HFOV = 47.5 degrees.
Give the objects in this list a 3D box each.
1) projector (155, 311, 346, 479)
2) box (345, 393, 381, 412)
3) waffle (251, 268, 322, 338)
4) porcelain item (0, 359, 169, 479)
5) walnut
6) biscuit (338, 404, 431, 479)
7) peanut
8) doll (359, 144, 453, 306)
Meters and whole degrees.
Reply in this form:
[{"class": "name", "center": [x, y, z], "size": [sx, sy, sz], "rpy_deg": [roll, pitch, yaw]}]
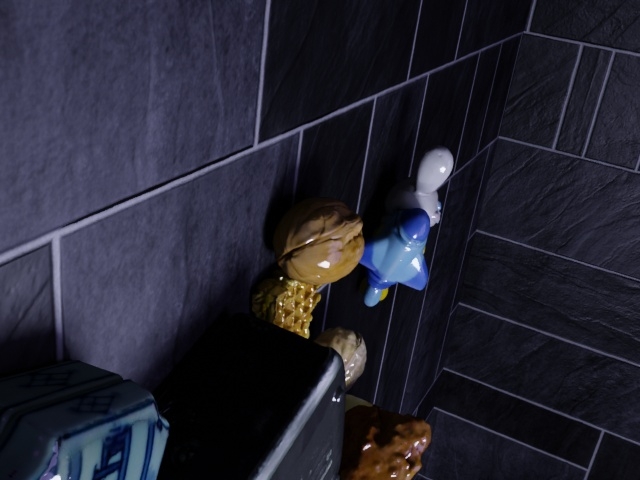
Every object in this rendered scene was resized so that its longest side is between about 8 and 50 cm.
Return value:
[{"class": "projector", "center": [-0.134, 0.401, 1.222], "size": [0.395, 0.242, 0.405], "rpy_deg": [-52, 153, -42]}, {"class": "box", "center": [0.027, 0.686, 1.980], "size": [0.373, 0.138, 0.420], "rpy_deg": [-51, 151, -43]}, {"class": "waffle", "center": [-0.060, 0.142, 1.437], "size": [0.219, 0.057, 0.229], "rpy_deg": [-43, 146, -50]}, {"class": "porcelain item", "center": [-0.313, 0.297, 0.826], "size": [0.286, 0.157, 0.282], "rpy_deg": [0, 106, -68]}, {"class": "walnut", "center": [0.000, 0.000, 1.335], "size": [0.206, 0.159, 0.159], "rpy_deg": [-29, 133, -57]}, {"class": "biscuit", "center": [0.049, 0.555, 1.533], "size": [0.395, 0.166, 0.343], "rpy_deg": [-65, -173, -30]}, {"class": "peanut", "center": [-0.007, 0.336, 1.618], "size": [0.313, 0.149, 0.149], "rpy_deg": [-66, 158, -4]}, {"class": "doll", "center": [0.209, -0.016, 1.781], "size": [0.366, 0.187, 0.376], "rpy_deg": [-65, 157, -15]}]
